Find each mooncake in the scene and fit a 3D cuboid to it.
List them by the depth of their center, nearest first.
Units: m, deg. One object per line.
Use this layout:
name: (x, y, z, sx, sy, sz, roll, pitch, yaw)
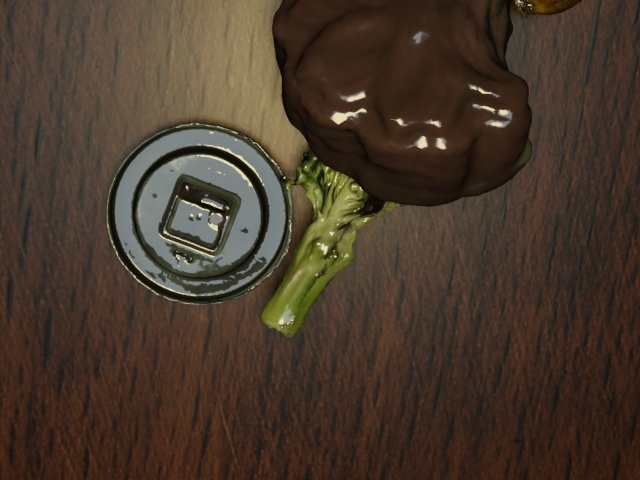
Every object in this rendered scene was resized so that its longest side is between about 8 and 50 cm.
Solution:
mooncake: (0.116, -0.245, 1.363, 0.350, 0.212, 0.381, -10, 67, -2)

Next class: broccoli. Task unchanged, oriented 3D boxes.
broccoli: (0.006, 0.004, 1.495, 0.165, 0.145, 0.304, 33, 95, 37)

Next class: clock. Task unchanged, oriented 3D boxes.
clock: (-0.179, -0.040, 1.543, 0.280, 0.055, 0.280, -1, 102, -2)

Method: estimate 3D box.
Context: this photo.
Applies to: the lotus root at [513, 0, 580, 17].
lotus root: (0.354, -0.401, 1.455, 0.120, 0.120, 0.209, 41, 97, -9)
